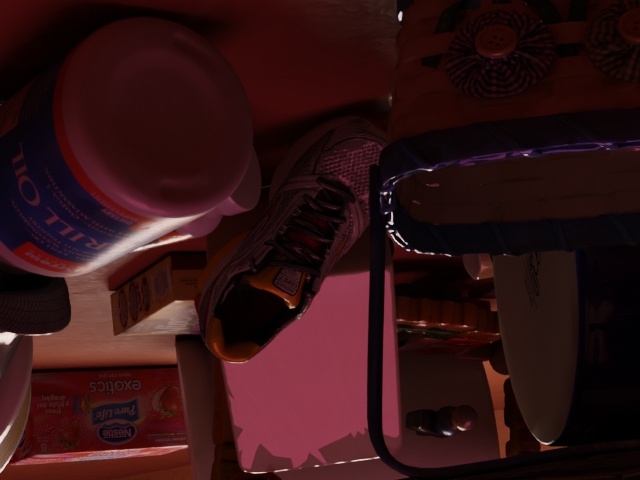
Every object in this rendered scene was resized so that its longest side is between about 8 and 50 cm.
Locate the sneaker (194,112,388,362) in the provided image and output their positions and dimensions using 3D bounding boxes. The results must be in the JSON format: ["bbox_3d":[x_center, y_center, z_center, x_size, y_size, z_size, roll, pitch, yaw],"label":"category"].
[{"bbox_3d":[-0.013,0.005,1.087,0.088,0.093,0.225,29,111,-17],"label":"sneaker"}]

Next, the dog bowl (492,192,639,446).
[{"bbox_3d":[0.201,0.015,1.047,0.104,0.265,0.265,-4,167,-5],"label":"dog bowl"}]

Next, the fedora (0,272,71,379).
[{"bbox_3d":[-0.311,0.047,0.998,0.243,0.124,0.275,28,-170,38],"label":"fedora"}]

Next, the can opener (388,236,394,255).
[{"bbox_3d":[0.000,0.000,1.344,0.186,0.073,0.059,22,111,-40],"label":"can opener"}]

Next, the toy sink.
[{"bbox_3d":[-0.012,0.073,1.277,0.152,0.131,0.234,-7,131,0],"label":"toy sink"}]

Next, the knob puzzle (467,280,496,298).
[{"bbox_3d":[0.295,0.034,1.707,0.213,0.030,0.213,-6,167,-1],"label":"knob puzzle"}]

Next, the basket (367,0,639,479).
[{"bbox_3d":[0.142,-0.019,0.810,0.254,0.289,0.201,-8,168,8],"label":"basket"}]

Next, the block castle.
[{"bbox_3d":[0.096,0.205,1.669,0.453,0.303,0.213,5,165,-17],"label":"block castle"}]

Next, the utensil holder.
[{"bbox_3d":[0.017,0.271,1.945,0.385,0.328,0.327,-8,167,-8],"label":"utensil holder"}]

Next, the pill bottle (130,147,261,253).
[{"bbox_3d":[-0.124,-0.037,1.047,0.152,0.086,0.086,-13,166,24],"label":"pill bottle"}]

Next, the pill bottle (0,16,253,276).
[{"bbox_3d":[-0.148,-0.046,0.909,0.124,0.124,0.221,2,164,-35],"label":"pill bottle"}]

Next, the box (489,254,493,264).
[{"bbox_3d":[0.319,0.006,1.347,0.261,0.103,0.184,0,152,-29],"label":"box"}]

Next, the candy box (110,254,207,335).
[{"bbox_3d":[-0.141,0.059,1.532,0.109,0.053,0.186,0,164,-28],"label":"candy box"}]

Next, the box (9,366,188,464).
[{"bbox_3d":[-0.324,0.259,2.143,0.256,0.123,0.128,1,166,-31],"label":"box"}]

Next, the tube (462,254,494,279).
[{"bbox_3d":[0.262,-0.008,1.452,0.240,0.062,0.070,-9,-157,-12],"label":"tube"}]

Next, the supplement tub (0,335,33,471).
[{"bbox_3d":[-0.370,0.119,1.248,0.241,0.241,0.331,-4,166,-13],"label":"supplement tub"}]

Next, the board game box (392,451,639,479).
[{"bbox_3d":[0.157,0.158,0.892,0.213,0.046,0.317,-10,172,35],"label":"board game box"}]
